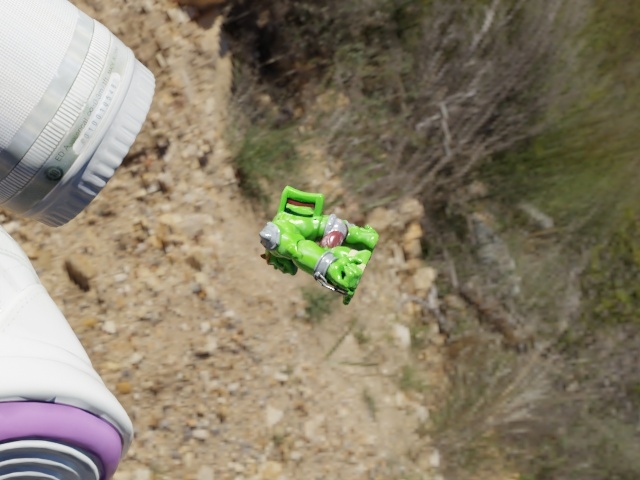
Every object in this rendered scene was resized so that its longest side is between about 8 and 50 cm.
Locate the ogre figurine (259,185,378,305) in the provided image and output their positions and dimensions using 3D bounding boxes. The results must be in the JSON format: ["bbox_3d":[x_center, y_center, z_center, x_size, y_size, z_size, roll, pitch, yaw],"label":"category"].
[{"bbox_3d":[0.000,0.000,1.321,0.118,0.097,0.197,25,36,3],"label":"ogre figurine"}]

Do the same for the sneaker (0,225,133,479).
[{"bbox_3d":[-0.192,0.008,0.391,0.305,0.114,0.152,43,11,-53],"label":"sneaker"}]

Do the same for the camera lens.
[{"bbox_3d":[-0.335,-0.165,1.215,0.274,0.219,0.219,34,61,-25],"label":"camera lens"}]
